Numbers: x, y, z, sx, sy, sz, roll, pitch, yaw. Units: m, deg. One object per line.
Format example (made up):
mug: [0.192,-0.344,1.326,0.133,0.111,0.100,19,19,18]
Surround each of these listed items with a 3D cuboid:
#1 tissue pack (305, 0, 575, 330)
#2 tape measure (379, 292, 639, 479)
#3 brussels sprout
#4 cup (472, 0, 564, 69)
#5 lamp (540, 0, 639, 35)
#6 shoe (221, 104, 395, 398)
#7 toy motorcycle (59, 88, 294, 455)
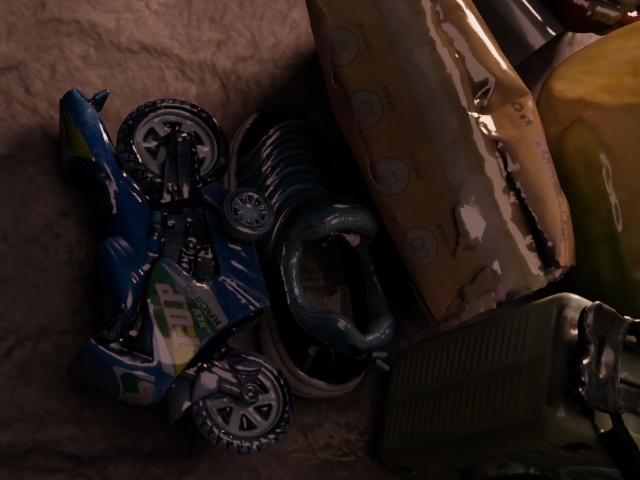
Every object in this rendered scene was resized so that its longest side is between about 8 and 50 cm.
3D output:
tissue pack: [0.090,-0.077,0.891,0.215,0.123,0.257,3,66,-78]
tape measure: [0.170,0.128,0.839,0.207,0.235,0.115,25,63,-23]
brussels sprout: [0.307,-0.040,1.002,0.294,0.227,0.259,45,50,-22]
cup: [0.136,-0.170,1.038,0.100,0.078,0.077,-38,90,-6]
lamp: [0.229,-0.277,1.082,0.223,0.151,0.215,54,44,-8]
shoe: [0.000,0.000,0.858,0.091,0.106,0.207,-3,69,-35]
toy motorcycle: [-0.102,0.017,0.797,0.135,0.092,0.254,-5,66,-25]
